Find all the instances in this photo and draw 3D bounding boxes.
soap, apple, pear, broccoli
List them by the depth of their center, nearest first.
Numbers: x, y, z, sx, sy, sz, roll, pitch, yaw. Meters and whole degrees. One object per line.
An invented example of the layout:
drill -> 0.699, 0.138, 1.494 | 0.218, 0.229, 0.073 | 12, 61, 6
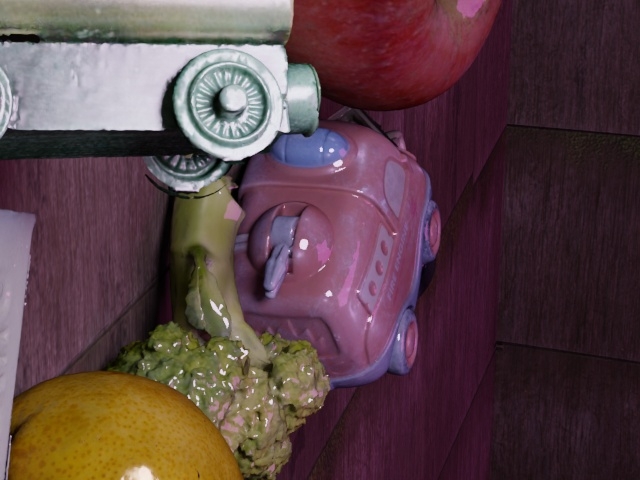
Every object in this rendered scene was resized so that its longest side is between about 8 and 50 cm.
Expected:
soap -> -0.243, 0.074, 1.174 | 0.114, 0.063, 0.198 | 1, 94, -74
pear -> -0.158, 0.192, 1.300 | 0.209, 0.209, 0.208 | 6, 90, -76
broccoli -> -0.072, 0.104, 1.619 | 0.254, 0.186, 0.302 | 71, 33, -45
apple -> 0.030, -0.300, 1.738 | 0.345, 0.269, 0.344 | -39, 141, -42

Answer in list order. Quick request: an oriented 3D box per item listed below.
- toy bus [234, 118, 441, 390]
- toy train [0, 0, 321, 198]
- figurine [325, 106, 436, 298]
toy bus -> 0.000, 0.000, 1.852 | 0.232, 0.197, 0.294 | 65, 34, -56
toy train -> -0.151, -0.119, 1.080 | 0.126, 0.308, 0.189 | 135, -49, -66
figurine -> 0.064, -0.012, 2.201 | 0.308, 0.143, 0.308 | -37, 137, -45
